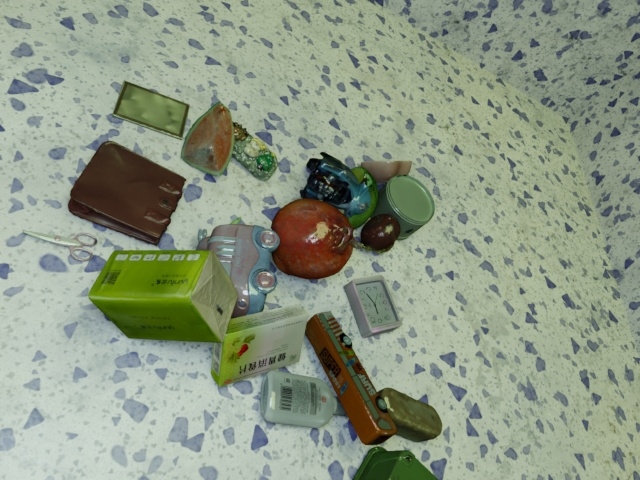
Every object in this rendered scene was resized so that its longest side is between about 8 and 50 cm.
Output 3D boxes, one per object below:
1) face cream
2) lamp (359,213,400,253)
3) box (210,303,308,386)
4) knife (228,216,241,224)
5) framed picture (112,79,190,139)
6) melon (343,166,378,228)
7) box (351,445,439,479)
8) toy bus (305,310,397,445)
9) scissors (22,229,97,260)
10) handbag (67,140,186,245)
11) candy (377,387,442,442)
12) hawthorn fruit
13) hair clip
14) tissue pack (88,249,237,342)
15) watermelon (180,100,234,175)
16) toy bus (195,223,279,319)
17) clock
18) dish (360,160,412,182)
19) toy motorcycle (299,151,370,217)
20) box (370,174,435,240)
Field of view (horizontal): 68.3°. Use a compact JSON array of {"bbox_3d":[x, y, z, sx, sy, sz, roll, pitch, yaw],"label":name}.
[{"bbox_3d":[-0.031,0.459,1.349,0.291,0.071,0.144,17,53,-27],"label":"face cream"},{"bbox_3d":[0.229,-0.022,1.767,0.135,0.157,0.156,51,40,-20],"label":"lamp"},{"bbox_3d":[-0.166,0.285,1.305,0.260,0.175,0.062,-9,31,-36],"label":"box"},{"bbox_3d":[-0.317,-0.019,1.504,0.030,0.014,0.207,42,49,-5],"label":"knife"},{"bbox_3d":[-0.571,-0.445,1.608,0.231,0.010,0.173,17,54,-23],"label":"framed picture"},{"bbox_3d":[0.166,-0.165,1.797,0.129,0.169,0.265,22,54,-22],"label":"melon"},{"bbox_3d":[0.246,0.745,1.280,0.328,0.178,0.253,44,47,-1],"label":"box"},{"bbox_3d":[0.081,0.398,1.392,0.092,0.093,0.409,2,47,-45],"label":"toy bus"},{"bbox_3d":[-0.691,0.000,1.251,0.176,0.022,0.085,19,56,-26],"label":"scissors"},{"bbox_3d":[-0.558,-0.140,1.388,0.275,0.084,0.260,26,49,-17],"label":"handbag"},{"bbox_3d":[0.258,0.542,1.463,0.234,0.104,0.102,27,46,-16],"label":"candy"},{"bbox_3d":[0.000,0.000,1.502,0.276,0.307,0.276,-12,103,-62],"label":"hawthorn fruit"},{"bbox_3d":[-0.286,-0.354,1.679,0.321,0.091,0.138,36,52,-7],"label":"hair clip"},{"bbox_3d":[-0.377,0.138,1.164,0.274,0.200,0.167,0,50,16],"label":"tissue pack"},{"bbox_3d":[-0.384,-0.340,1.592,0.146,0.128,0.231,6,75,19],"label":"watermelon"},{"bbox_3d":[-0.255,0.087,1.372,0.231,0.197,0.294,11,58,-15],"label":"toy bus"},{"bbox_3d":[0.184,0.225,1.637,0.150,0.063,0.197,-5,65,-33],"label":"clock"},{"bbox_3d":[0.275,-0.284,1.966,0.213,0.213,0.091,-6,99,-35],"label":"dish"},{"bbox_3d":[0.054,-0.195,1.684,0.232,0.172,0.416,26,15,-12],"label":"toy motorcycle"},{"bbox_3d":[0.324,-0.133,1.889,0.226,0.149,0.226,15,56,-23],"label":"box"}]
